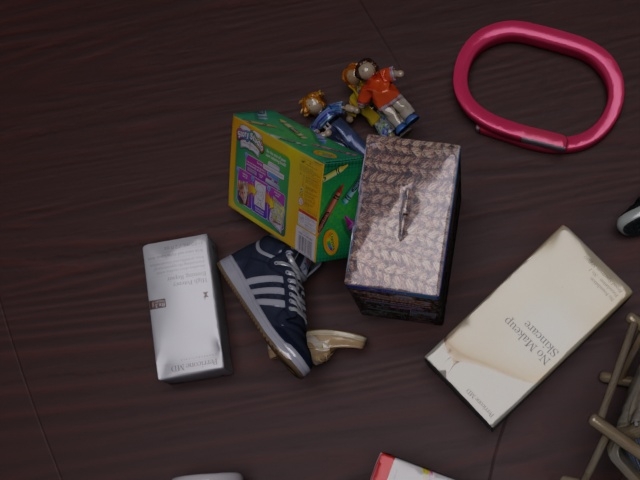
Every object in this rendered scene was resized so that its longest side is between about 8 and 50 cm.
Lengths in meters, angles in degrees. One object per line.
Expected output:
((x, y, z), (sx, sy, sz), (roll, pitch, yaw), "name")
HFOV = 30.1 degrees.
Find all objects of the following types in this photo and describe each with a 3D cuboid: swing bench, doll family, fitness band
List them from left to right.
((0.047, -0.205, 2.030), (0.263, 0.118, 0.163), (-40, 82, 16), "doll family")
((0.369, -0.260, 2.022), (0.290, 0.054, 0.209), (18, 78, 9), "fitness band")
((0.525, 0.282, 1.767), (0.254, 0.165, 0.253), (22, 44, 12), "swing bench")

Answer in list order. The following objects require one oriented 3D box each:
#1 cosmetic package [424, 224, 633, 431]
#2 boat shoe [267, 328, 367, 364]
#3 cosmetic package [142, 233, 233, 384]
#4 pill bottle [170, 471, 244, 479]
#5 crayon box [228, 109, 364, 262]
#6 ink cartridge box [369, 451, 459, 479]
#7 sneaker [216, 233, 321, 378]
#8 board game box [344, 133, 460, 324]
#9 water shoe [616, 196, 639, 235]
((0.330, 0.142, 1.905), (0.309, 0.113, 0.160), (-44, 77, -5), "cosmetic package")
((-0.007, 0.177, 1.967), (0.170, 0.063, 0.059), (0, 80, 17), "boat shoe")
((-0.222, 0.116, 1.992), (0.117, 0.085, 0.231), (-11, 75, 5), "cosmetic package")
((-0.175, 0.483, 1.886), (0.121, 0.121, 0.221), (-6, 77, 6), "pill bottle")
((-0.045, -0.093, 1.908), (0.081, 0.278, 0.165), (-10, 116, -33), "crayon box")
((0.150, 0.391, 1.859), (0.231, 0.134, 0.078), (19, 81, 10), "ink cartridge box")
((-0.048, 0.087, 1.933), (0.153, 0.099, 0.282), (-33, 49, -4), "sneaker")
((0.136, -0.008, 1.869), (0.141, 0.291, 0.232), (8, 79, 9), "board game box")
((0.564, -0.080, 1.957), (0.203, 0.073, 0.080), (-29, 54, -4), "water shoe")
